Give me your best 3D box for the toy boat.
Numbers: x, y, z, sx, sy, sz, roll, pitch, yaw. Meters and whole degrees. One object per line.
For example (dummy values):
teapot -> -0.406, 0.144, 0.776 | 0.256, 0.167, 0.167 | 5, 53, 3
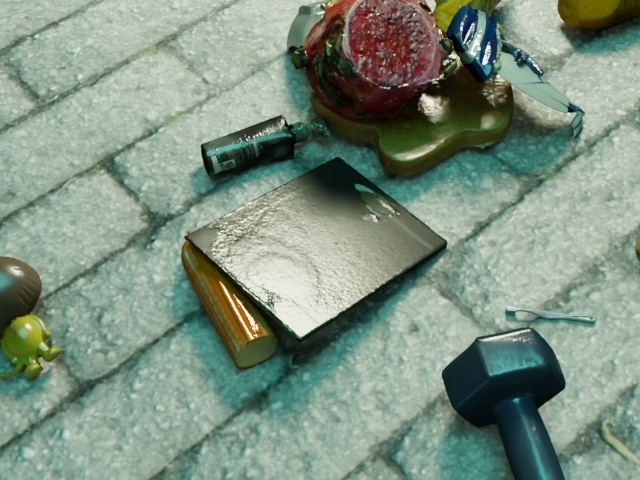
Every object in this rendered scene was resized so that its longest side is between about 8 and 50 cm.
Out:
toy boat -> 0.319, -0.287, 1.609 | 0.291, 0.070, 0.210 | 21, 40, -31

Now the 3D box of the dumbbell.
dumbbell -> 0.263, 0.274, 1.210 | 0.144, 0.160, 0.325 | 10, 47, -29

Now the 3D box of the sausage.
sausage -> -0.140, 0.072, 1.400 | 0.071, 0.071, 0.234 | -22, 56, -16

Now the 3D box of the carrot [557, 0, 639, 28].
carrot -> 0.576, -0.460, 1.783 | 0.301, 0.114, 0.114 | -18, 56, -16

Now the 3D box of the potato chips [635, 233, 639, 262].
potato chips -> 0.577, 0.027, 1.451 | 0.195, 0.062, 0.208 | -39, 65, -24

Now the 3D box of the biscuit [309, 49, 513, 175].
biscuit -> 0.152, -0.220, 1.628 | 0.343, 0.057, 0.288 | 2, 53, 0

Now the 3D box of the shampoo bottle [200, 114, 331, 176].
shampoo bottle -> -0.087, -0.156, 1.577 | 0.207, 0.057, 0.064 | -19, 56, -14

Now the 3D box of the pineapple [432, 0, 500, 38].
pineapple -> 0.265, -0.444, 1.715 | 0.114, 0.186, 0.236 | 20, 49, 12

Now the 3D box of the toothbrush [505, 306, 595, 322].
toothbrush -> 0.332, 0.107, 1.416 | 0.131, 0.013, 0.011 | 6, 64, 3

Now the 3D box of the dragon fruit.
dragon fruit -> 0.100, -0.304, 1.536 | 0.282, 0.147, 0.211 | 2, 69, -16

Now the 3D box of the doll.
doll -> -0.449, 0.111, 1.362 | 0.145, 0.096, 0.188 | -21, 81, 2

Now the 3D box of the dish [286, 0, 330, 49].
dish -> 0.049, -0.383, 1.693 | 0.212, 0.077, 0.151 | -15, 18, -11

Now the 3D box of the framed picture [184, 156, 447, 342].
framed picture -> 0.000, 0.000, 1.446 | 0.323, 0.013, 0.244 | -30, 59, -37
